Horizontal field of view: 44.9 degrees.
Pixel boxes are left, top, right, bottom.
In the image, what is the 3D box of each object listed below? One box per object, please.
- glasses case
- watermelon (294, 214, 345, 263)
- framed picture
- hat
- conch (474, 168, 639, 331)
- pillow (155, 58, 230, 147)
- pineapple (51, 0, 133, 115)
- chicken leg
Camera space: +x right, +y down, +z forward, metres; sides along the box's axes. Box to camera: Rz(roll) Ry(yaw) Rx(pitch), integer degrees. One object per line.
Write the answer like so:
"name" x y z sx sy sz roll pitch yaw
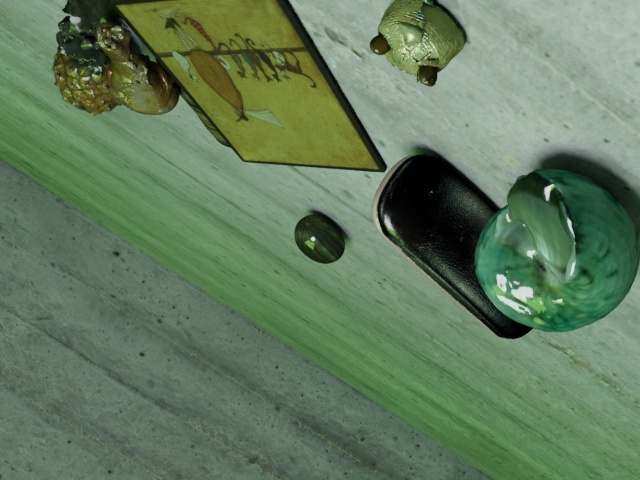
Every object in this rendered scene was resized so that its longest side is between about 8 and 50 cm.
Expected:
"glasses case" 0.190 0.014 1.001 0.314 0.122 0.075 39 168 -27
"watermelon" 0.000 0.000 1.379 0.078 0.078 0.111 12 155 49
"framed picture" -0.084 -0.196 1.002 0.256 0.014 0.338 8 154 33
"hat" 0.087 -0.185 0.727 0.077 0.059 0.076 41 157 -15
"conch" 0.257 0.008 0.861 0.202 0.134 0.196 12 114 61
"pillow" -0.160 -0.196 1.164 0.113 0.038 0.203 20 161 35
"pineapple" -0.318 -0.277 1.094 0.128 0.128 0.248 33 157 -3
"chicken leg" -0.254 -0.228 1.045 0.085 0.069 0.198 20 165 15
